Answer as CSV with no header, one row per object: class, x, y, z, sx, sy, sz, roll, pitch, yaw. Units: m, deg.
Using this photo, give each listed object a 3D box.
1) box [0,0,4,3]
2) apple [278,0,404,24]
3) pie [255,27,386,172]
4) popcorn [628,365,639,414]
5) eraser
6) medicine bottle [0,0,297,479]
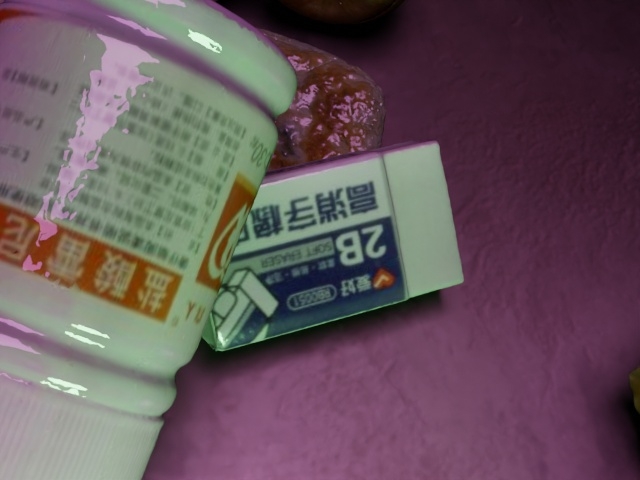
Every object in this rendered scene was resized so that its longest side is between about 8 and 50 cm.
box,-0.284,-0.329,0.961,0.205,0.051,0.365,-14,63,1
apple,0.020,-0.283,0.963,0.163,0.146,0.147,1,62,6
pie,-0.063,-0.105,0.899,0.241,0.054,0.240,3,61,-6
popcorn,0.324,0.107,0.776,0.167,0.185,0.187,34,68,31
eraser,0.000,0.000,0.817,0.210,0.068,0.124,-14,98,-18
medicine bottle,-0.159,0.001,0.656,0.202,0.202,0.315,20,83,2
